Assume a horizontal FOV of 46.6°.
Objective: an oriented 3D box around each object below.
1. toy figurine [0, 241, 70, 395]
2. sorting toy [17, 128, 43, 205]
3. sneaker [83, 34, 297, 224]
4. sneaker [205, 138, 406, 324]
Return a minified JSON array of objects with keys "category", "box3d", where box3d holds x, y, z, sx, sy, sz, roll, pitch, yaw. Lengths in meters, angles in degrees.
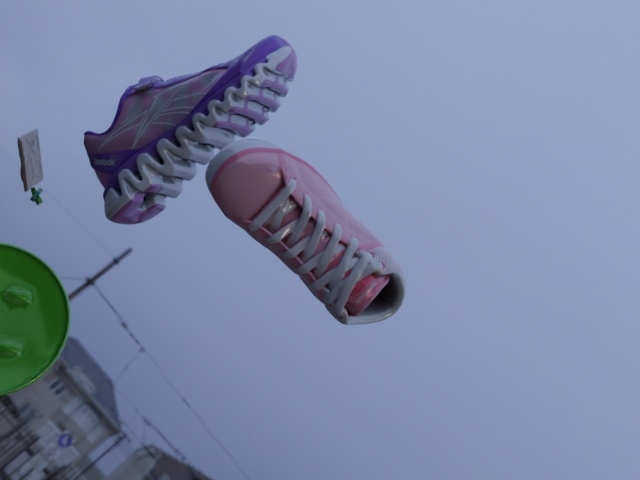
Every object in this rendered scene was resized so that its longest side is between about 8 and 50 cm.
[{"category":"toy figurine","box3d":[-0.329,0.075,0.672,0.173,0.130,0.159,11,-16,-26]},{"category":"sorting toy","box3d":[-0.308,-0.073,0.789,0.062,0.012,0.083,-104,-167,-71]},{"category":"sneaker","box3d":[-0.131,-0.122,0.699,0.104,0.236,0.095,53,8,12]},{"category":"sneaker","box3d":[0.000,0.000,0.397,0.134,0.051,0.070,40,7,-40]}]
